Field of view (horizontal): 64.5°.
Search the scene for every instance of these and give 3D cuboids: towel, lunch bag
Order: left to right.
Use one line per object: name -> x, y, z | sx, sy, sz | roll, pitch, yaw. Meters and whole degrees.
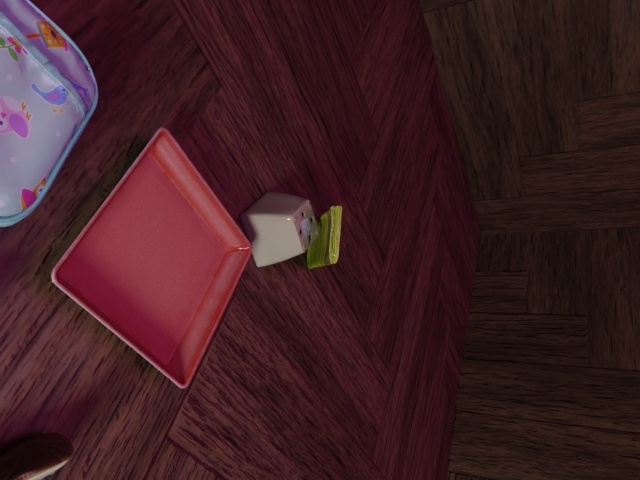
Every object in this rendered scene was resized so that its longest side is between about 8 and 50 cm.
lunch bag -> -0.337, -0.159, 0.421 | 0.279, 0.108, 0.224 | 53, 43, -46
towel -> 0.000, 0.000, 0.974 | 0.237, 0.021, 0.102 | 155, -59, -77

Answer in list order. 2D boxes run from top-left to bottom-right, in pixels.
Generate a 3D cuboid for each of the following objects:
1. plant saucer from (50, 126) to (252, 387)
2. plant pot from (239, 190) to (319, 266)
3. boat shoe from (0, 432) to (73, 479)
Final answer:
plant saucer -> -0.216, 0.026, 0.695 | 0.259, 0.047, 0.258 | 60, 38, -41
plant pot -> -0.065, -0.025, 0.923 | 0.109, 0.096, 0.109 | -51, 131, -52
boat shoe -> -0.315, 0.237, 0.487 | 0.152, 0.056, 0.049 | 1, 119, -57
